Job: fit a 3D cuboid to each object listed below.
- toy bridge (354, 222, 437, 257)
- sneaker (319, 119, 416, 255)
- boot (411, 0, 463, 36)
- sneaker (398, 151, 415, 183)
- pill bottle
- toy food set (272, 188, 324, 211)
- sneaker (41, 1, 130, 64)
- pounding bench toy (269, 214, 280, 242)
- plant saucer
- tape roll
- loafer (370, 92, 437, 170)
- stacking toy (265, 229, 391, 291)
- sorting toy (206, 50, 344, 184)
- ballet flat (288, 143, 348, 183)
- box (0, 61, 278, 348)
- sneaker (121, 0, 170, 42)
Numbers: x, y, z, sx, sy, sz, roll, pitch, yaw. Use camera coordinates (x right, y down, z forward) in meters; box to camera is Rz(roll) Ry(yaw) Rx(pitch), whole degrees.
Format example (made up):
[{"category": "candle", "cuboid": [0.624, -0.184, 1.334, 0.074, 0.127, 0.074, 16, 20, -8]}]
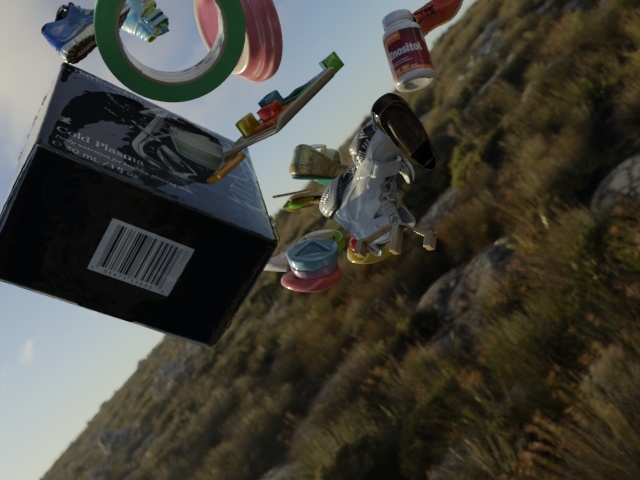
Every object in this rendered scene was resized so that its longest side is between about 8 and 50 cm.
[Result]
[{"category": "toy bridge", "cuboid": [0.155, -0.004, 1.388, 0.188, 0.026, 0.063, -8, 61, 38]}, {"category": "sneaker", "cuboid": [0.151, -0.130, 1.599, 0.137, 0.210, 0.366, -25, -24, -45]}, {"category": "boot", "cuboid": [0.238, -0.489, 1.477, 0.158, 0.059, 0.085, -36, -6, 26]}, {"category": "sneaker", "cuboid": [0.212, -0.212, 1.892, 0.058, 0.135, 0.052, -35, 15, -15]}, {"category": "pill bottle", "cuboid": [0.176, -0.389, 1.396, 0.086, 0.152, 0.086, -15, -12, -3]}, {"category": "toy food set", "cuboid": [-0.034, -0.103, 1.852, 0.132, 0.038, 0.192, -9, -6, 26]}, {"category": "sneaker", "cuboid": [-0.677, -0.640, 1.977, 0.130, 0.147, 0.330, -46, 8, 39]}, {"category": "pounding bench toy", "cuboid": [-0.162, -0.028, 2.019, 0.065, 0.083, 0.052, -16, 15, 1]}, {"category": "plant saucer", "cuboid": [-0.230, -0.567, 1.784, 0.084, 0.332, 0.332, -31, -5, -27]}, {"category": "tape roll", "cuboid": [-0.327, -0.465, 1.485, 0.321, 0.321, 0.077, -47, 35, 14]}, {"category": "loafer", "cuboid": [0.187, -0.222, 1.417, 0.080, 0.220, 0.078, -45, 41, 7]}, {"category": "stacking toy", "cuboid": [0.000, 0.000, 1.796, 0.309, 0.130, 0.280, -28, 28, -35]}, {"category": "sorting toy", "cuboid": [-0.083, -0.226, 1.186, 0.196, 0.047, 0.347, -20, 25, 50]}, {"category": "ballet flat", "cuboid": [0.012, -0.220, 1.988, 0.123, 0.123, 0.348, -47, -17, 16]}, {"category": "box", "cuboid": [-0.392, -0.084, 1.449, 0.297, 0.480, 0.471, -57, 28, 19]}, {"category": "sneaker", "cuboid": [-0.618, -0.858, 2.448, 0.127, 0.208, 0.319, -49, -10, -43]}]
